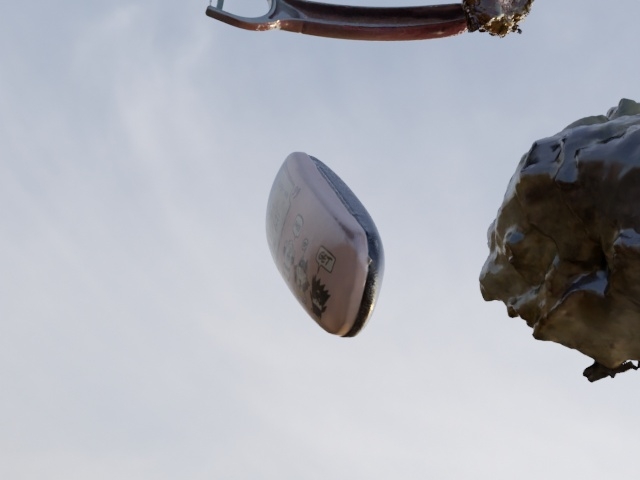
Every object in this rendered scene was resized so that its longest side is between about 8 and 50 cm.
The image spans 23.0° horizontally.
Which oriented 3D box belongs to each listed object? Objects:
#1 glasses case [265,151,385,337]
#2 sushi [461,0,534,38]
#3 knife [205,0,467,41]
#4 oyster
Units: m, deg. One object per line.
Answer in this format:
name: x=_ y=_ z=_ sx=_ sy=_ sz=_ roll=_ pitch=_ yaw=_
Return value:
glasses case: x=0.000 y=0.000 z=1.691 sx=0.075 sy=0.122 sz=0.314 roll=10 pitch=20 yaw=-20
sushi: x=0.180 y=-0.231 z=1.585 sx=0.061 sy=0.118 sz=0.060 roll=-21 pitch=-87 yaw=50
knife: x=0.024 y=-0.241 z=1.633 sx=0.278 sy=0.123 sz=0.053 roll=7 pitch=-49 yaw=-2
oyster: x=0.236 y=0.015 z=0.974 sx=0.133 sy=0.197 sz=0.337 roll=29 pitch=3 yaw=-46
